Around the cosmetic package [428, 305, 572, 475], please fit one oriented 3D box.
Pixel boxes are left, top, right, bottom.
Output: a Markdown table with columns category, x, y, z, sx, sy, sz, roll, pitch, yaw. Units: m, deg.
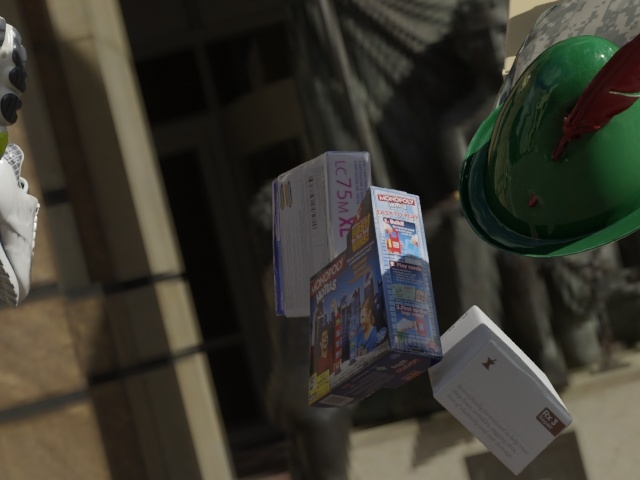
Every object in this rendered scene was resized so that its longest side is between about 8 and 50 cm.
| category | x | y | z | sx | sy | sz | roll | pitch | yaw |
| --- | --- | --- | --- | --- | --- | --- | --- | --- | --- |
| cosmetic package | 0.174 | 0.146 | 1.710 | 0.085 | 0.117 | 0.231 | -45 | 2 | 6 |

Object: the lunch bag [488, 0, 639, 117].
| category | x | y | z | sx | sy | sz | roll | pitch | yaw |
| --- | --- | --- | --- | --- | --- | --- | --- | --- | --- |
| lunch bag | 0.308 | -0.124 | 1.376 | 0.256 | 0.212 | 0.305 | -36 | 13 | -36 |

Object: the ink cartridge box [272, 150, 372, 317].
| category | x | y | z | sx | sy | sz | roll | pitch | yaw |
| --- | --- | --- | --- | --- | --- | --- | --- | --- | --- |
| ink cartridge box | 0.000 | 0.000 | 2.063 | 0.065 | 0.185 | 0.311 | -2 | -3 | -16 |

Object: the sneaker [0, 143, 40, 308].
| category | x | y | z | sx | sy | sz | roll | pitch | yaw |
| --- | --- | --- | --- | --- | --- | --- | --- | --- | --- |
| sneaker | -0.369 | -0.011 | 2.003 | 0.095 | 0.090 | 0.235 | -48 | -24 | -30 |

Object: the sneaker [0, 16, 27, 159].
| category | x | y | z | sx | sy | sz | roll | pitch | yaw |
| --- | --- | --- | --- | --- | --- | --- | --- | --- | --- |
| sneaker | -0.321 | -0.056 | 1.357 | 0.110 | 0.275 | 0.107 | 7 | -21 | 33 |

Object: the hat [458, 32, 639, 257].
| category | x | y | z | sx | sy | sz | roll | pitch | yaw |
| --- | --- | --- | --- | --- | --- | --- | --- | --- | --- |
| hat | 0.154 | -0.112 | 1.122 | 0.209 | 0.173 | 0.183 | -25 | -43 | 14 |

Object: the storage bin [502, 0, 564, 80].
| category | x | y | z | sx | sy | sz | roll | pitch | yaw |
| --- | --- | --- | --- | --- | --- | --- | --- | --- | --- |
| storage bin | 0.398 | -0.278 | 2.436 | 0.260 | 0.123 | 0.262 | -8 | 36 | 15 |

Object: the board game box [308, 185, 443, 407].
| category | x | y | z | sx | sy | sz | roll | pitch | yaw |
| --- | --- | --- | --- | --- | --- | --- | --- | --- | --- |
| board game box | 0.053 | 0.055 | 1.730 | 0.060 | 0.194 | 0.194 | 12 | -25 | -22 |
